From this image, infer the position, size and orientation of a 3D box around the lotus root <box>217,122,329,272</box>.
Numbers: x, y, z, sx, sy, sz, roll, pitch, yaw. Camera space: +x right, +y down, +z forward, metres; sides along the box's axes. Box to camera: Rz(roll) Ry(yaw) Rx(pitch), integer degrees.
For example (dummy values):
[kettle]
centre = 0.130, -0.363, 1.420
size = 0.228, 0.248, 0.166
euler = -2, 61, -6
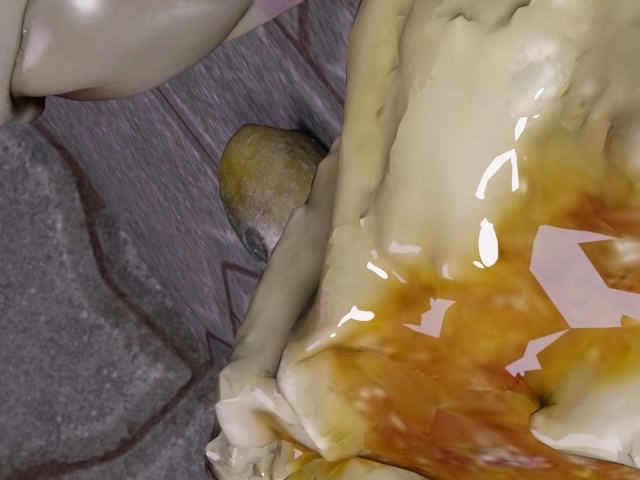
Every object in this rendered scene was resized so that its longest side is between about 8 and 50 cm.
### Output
[lotus root]
centre = 0.000, 0.000, 1.275
size = 0.192, 0.088, 0.113
euler = 52, -176, 14

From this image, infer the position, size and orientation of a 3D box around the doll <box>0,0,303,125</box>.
[doll]
centre = -0.199, -0.183, 0.955
size = 0.370, 0.226, 0.215
euler = 21, -168, -42

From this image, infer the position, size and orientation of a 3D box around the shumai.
[shumai]
centre = 0.064, -0.046, 0.455
size = 0.314, 0.262, 0.267
euler = 61, 167, -15
